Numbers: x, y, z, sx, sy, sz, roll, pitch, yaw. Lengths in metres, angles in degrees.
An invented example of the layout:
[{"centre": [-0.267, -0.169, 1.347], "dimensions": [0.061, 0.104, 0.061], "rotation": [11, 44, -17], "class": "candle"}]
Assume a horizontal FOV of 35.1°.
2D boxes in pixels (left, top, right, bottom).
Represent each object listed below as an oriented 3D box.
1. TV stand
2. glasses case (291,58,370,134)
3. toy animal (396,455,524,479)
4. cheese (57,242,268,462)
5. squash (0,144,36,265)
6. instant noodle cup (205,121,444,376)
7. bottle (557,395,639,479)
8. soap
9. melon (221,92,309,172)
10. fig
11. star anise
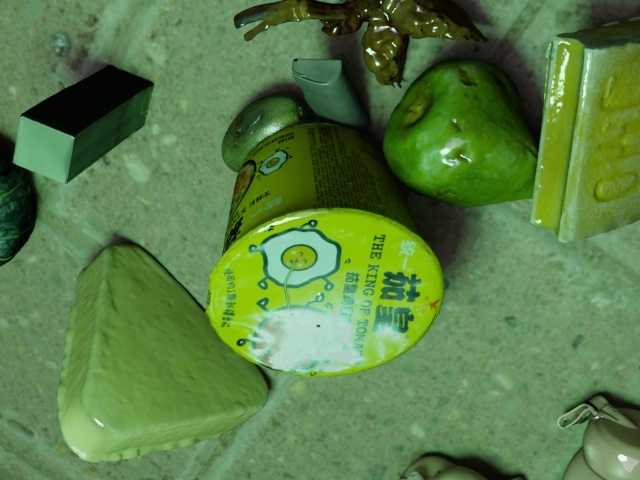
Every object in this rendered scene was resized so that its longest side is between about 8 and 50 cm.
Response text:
[{"centre": [-0.349, -0.181, 1.520], "dimensions": [0.088, 0.269, 0.083], "rotation": [21, 118, 6], "class": "TV stand"}, {"centre": [0.017, -0.203, 1.457], "dimensions": [0.072, 0.190, 0.042], "rotation": [11, 75, 19], "class": "glasses case"}, {"centre": [0.216, 0.519, 1.694], "dimensions": [0.269, 0.237, 0.326], "rotation": [-20, 111, 33], "class": "toy animal"}, {"centre": [-0.288, 0.212, 1.629], "dimensions": [0.384, 0.384, 0.104], "rotation": [46, 122, -6], "class": "cheese"}, {"centre": [-0.603, -0.064, 1.709], "dimensions": [0.252, 0.165, 0.252], "rotation": [6, 116, 12], "class": "squash"}, {"centre": [0.000, 0.000, 1.456], "dimensions": [0.325, 0.254, 0.326], "rotation": [-3, 133, -3], "class": "instant noodle cup"}, {"centre": [0.445, 0.403, 1.596], "dimensions": [0.206, 0.173, 0.297], "rotation": [32, 125, 41], "class": "bottle"}, {"centre": [0.377, -0.147, 1.358], "dimensions": [0.089, 0.173, 0.274], "rotation": [40, 138, 48], "class": "soap"}, {"centre": [-0.088, -0.161, 1.545], "dimensions": [0.162, 0.099, 0.099], "rotation": [-32, 101, 31], "class": "melon"}, {"centre": [0.232, -0.122, 1.420], "dimensions": [0.275, 0.206, 0.206], "rotation": [31, 121, -27], "class": "fig"}, {"centre": [0.053, -0.311, 1.394], "dimensions": [0.346, 0.148, 0.237], "rotation": [-1, 127, -12], "class": "star anise"}]
